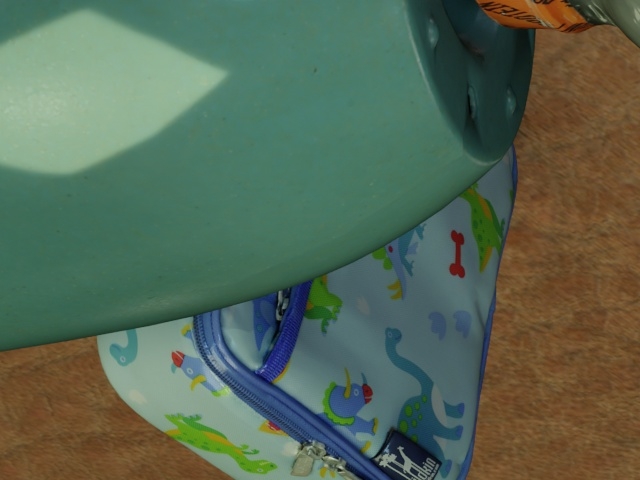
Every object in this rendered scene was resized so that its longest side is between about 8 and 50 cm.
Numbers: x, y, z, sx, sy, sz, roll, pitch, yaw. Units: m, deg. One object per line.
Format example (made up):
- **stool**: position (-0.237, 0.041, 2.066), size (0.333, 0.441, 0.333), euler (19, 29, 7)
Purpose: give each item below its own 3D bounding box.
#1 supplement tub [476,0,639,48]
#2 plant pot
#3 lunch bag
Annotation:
- **supplement tub**: position (0.201, -0.140, 0.552), size (0.316, 0.193, 0.193), euler (2, 146, 24)
- **plant pot**: position (-0.061, -0.105, 0.653), size (0.235, 0.293, 0.293), euler (-4, 144, 21)
- **lunch bag**: position (0.000, 0.000, 0.845), size (0.090, 0.219, 0.176), euler (-15, 137, 40)
